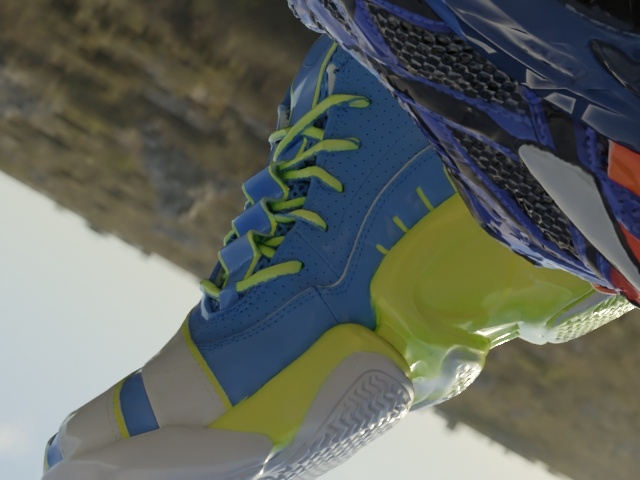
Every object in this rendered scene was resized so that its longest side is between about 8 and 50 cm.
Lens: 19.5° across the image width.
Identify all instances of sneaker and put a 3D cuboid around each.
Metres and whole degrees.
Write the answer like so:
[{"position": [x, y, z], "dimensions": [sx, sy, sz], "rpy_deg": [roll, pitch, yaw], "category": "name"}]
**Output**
[{"position": [0.079, -0.016, 0.364], "dimensions": [0.221, 0.083, 0.087], "rpy_deg": [46, 151, 1], "category": "sneaker"}, {"position": [0.000, 0.000, 0.571], "dimensions": [0.126, 0.240, 0.091], "rpy_deg": [61, 143, 9], "category": "sneaker"}]
